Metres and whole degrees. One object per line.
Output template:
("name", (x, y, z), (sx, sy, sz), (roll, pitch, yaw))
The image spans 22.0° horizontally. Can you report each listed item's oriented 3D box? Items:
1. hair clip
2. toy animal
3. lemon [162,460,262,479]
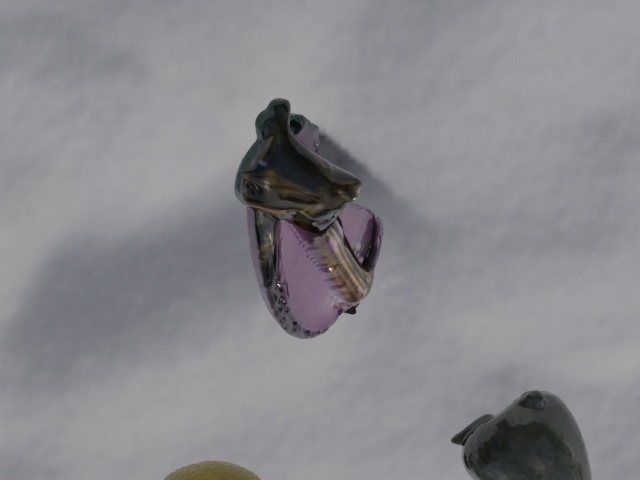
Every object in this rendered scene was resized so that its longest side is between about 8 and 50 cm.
("hair clip", (-0.001, 0.002, 1.292), (0.096, 0.110, 0.358), (-5, 162, 4))
("toy animal", (0.208, 0.250, 1.477), (0.108, 0.236, 0.138), (-15, 160, -23))
("lemon", (-0.124, 0.346, 1.879), (0.178, 0.203, 0.178), (-1, 114, -1))
